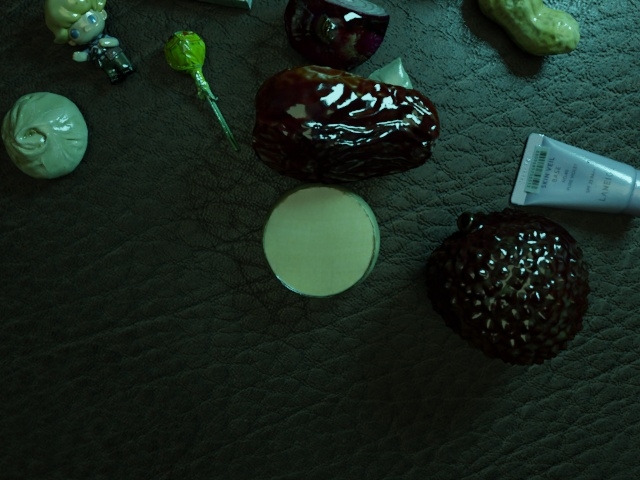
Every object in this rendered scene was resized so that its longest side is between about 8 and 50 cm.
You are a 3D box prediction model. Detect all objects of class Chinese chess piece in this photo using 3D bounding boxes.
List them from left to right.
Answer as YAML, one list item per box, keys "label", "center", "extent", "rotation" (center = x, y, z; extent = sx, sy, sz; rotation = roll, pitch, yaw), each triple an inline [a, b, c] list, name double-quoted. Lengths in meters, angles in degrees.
- label: "Chinese chess piece"
  center: [0.000, 0.000, 1.046]
  extent: [0.250, 0.103, 0.249]
  rotation: [0, 97, 1]

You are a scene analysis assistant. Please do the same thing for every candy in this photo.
- label: "candy"
  center: [-0.235, -0.303, 1.034]
  extent: [0.077, 0.073, 0.262]
  rotation: [-22, 105, 22]

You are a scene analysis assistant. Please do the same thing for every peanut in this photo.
- label: "peanut"
  center: [0.405, -0.443, 0.980]
  extent: [0.229, 0.103, 0.098]
  rotation: [41, 109, -2]

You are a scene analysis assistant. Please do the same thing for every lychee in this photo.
- label: "lychee"
  center: [0.354, 0.083, 0.956]
  extent: [0.306, 0.306, 0.330]
  rotation: [-27, 100, 4]

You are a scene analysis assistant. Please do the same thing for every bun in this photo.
- label: "bun"
  center: [-0.578, -0.216, 1.023]
  extent: [0.183, 0.102, 0.183]
  rotation: [0, 96, 3]

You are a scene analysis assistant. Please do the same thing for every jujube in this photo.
- label: "jujube"
  center: [0.048, -0.214, 0.933]
  extent: [0.342, 0.216, 0.216]
  rotation: [5, 98, -3]

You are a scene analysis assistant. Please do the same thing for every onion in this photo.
- label: "onion"
  center: [0.020, -0.392, 0.938]
  extent: [0.195, 0.218, 0.139]
  rotation: [25, 124, -9]

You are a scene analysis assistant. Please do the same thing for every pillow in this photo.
- label: "pillow"
  center: [0.088, -0.263, 1.036]
  extent: [0.230, 0.050, 0.148]
  rotation: [-24, 91, 7]

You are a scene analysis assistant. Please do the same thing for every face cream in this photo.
- label: "face cream"
  center: [0.554, -0.122, 1.038]
  extent: [0.274, 0.096, 0.154]
  rotation: [14, 101, 12]

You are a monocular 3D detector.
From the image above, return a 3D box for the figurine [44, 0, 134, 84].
- label: "figurine"
  center: [-0.461, -0.408, 0.999]
  extent: [0.114, 0.108, 0.196]
  rotation: [-23, 104, 26]

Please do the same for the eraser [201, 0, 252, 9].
- label: "eraser"
  center: [-0.245, -0.537, 1.001]
  extent: [0.225, 0.052, 0.095]
  rotation: [10, 96, -1]
